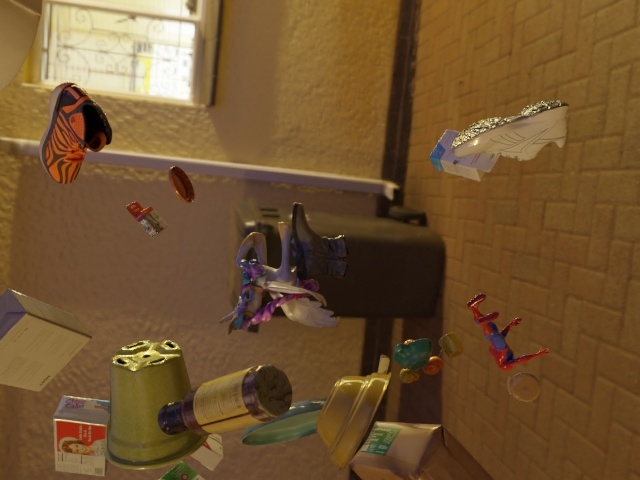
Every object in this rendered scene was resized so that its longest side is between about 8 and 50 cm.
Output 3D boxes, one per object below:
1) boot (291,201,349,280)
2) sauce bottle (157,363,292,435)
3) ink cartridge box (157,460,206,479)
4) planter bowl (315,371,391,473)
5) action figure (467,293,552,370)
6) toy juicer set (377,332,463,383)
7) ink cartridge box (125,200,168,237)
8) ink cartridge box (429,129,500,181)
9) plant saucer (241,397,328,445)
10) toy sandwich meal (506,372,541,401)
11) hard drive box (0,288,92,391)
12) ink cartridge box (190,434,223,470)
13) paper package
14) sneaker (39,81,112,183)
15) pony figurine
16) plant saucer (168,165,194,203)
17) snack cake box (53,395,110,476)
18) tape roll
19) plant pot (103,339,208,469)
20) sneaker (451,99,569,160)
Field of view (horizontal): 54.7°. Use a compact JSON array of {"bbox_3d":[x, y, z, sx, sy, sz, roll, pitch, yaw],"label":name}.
[{"bbox_3d":[0.000,0.000,1.862,0.083,0.161,0.246,77,-174,-85],"label":"boot"},{"bbox_3d":[-0.210,0.338,1.268,0.345,0.111,0.111,-23,55,36],"label":"sauce bottle"},{"bbox_3d":[-0.262,0.574,1.258,0.086,0.208,0.153,-63,-15,21],"label":"ink cartridge box"},{"bbox_3d":[0.050,0.335,1.212,0.217,0.090,0.217,-60,-8,-15],"label":"planter bowl"},{"bbox_3d":[0.453,0.219,1.470,0.280,0.139,0.091,59,-174,-44],"label":"action figure"},{"bbox_3d":[0.279,0.378,1.971,0.089,0.329,0.209,66,145,34],"label":"toy juicer set"},{"bbox_3d":[-0.494,-0.068,1.763,0.029,0.115,0.063,-37,7,25],"label":"ink cartridge box"},{"bbox_3d":[0.399,-0.225,1.657,0.104,0.180,0.060,-56,-37,-16],"label":"ink cartridge box"},{"bbox_3d":[-0.062,0.487,1.673,0.317,0.318,0.043,110,147,-57],"label":"plant saucer"},{"bbox_3d":[0.529,0.381,1.611,0.029,0.086,0.085,-15,-68,-78],"label":"toy sandwich meal"},{"bbox_3d":[-0.664,0.231,1.390,0.181,0.089,0.232,-47,-27,-6],"label":"hard drive box"},{"bbox_3d":[-0.356,0.631,1.905,0.056,0.099,0.135,-52,15,0],"label":"ink cartridge box"},{"bbox_3d":[0.294,0.666,1.733,0.168,0.309,0.325,-48,12,-30],"label":"paper package"},{"bbox_3d":[-0.688,-0.267,1.741,0.180,0.125,0.321,38,129,24],"label":"sneaker"},{"bbox_3d":[-0.118,0.130,1.914,0.302,0.351,0.363,67,-151,-58],"label":"pony figurine"},{"bbox_3d":[-0.292,-0.115,1.292,0.083,0.013,0.083,59,-164,-29],"label":"plant saucer"},{"bbox_3d":[-0.710,0.591,1.860,0.089,0.152,0.264,-90,13,-54],"label":"snack cake box"},{"bbox_3d":[-0.614,-0.390,1.082,0.100,0.286,0.286,20,-110,-55],"label":"tape roll"},{"bbox_3d":[-0.444,0.409,1.621,0.276,0.276,0.253,-121,26,-74],"label":"plant pot"},{"bbox_3d":[0.473,-0.249,1.526,0.111,0.297,0.129,-93,-13,-68],"label":"sneaker"}]
